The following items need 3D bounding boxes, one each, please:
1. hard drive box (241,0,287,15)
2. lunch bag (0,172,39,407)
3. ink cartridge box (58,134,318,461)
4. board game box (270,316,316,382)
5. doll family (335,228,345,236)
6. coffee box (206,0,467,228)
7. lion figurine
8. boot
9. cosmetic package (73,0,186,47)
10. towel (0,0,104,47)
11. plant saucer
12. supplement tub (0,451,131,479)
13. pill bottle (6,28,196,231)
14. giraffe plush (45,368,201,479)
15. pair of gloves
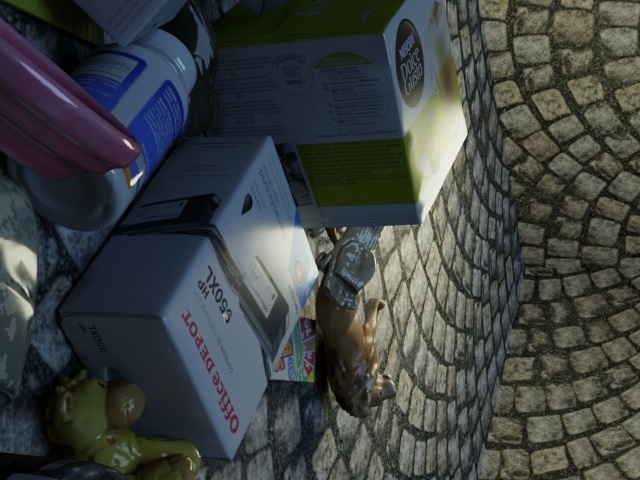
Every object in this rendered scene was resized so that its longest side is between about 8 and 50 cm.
[{"bbox_3d":[-0.074,-0.499,1.507,0.089,0.181,0.232,27,40,-64],"label":"hard drive box"},{"bbox_3d":[-0.380,-0.007,0.831,0.305,0.213,0.256,60,31,-60],"label":"lunch bag"},{"bbox_3d":[-0.167,0.075,1.397,0.395,0.166,0.285,-64,146,-45],"label":"ink cartridge box"},{"bbox_3d":[-0.073,0.197,1.790,0.259,0.039,0.124,20,70,-63],"label":"board game box"},{"bbox_3d":[0.049,-0.140,1.932,0.118,0.163,0.263,152,-60,-80],"label":"doll family"},{"bbox_3d":[0.026,-0.244,1.632,0.337,0.338,0.334,-58,141,-52],"label":"coffee box"},{"bbox_3d":[0.049,0.170,1.942,0.392,0.142,0.240,63,33,-43],"label":"lion figurine"},{"bbox_3d":[-0.204,-0.253,1.423,0.106,0.082,0.219,-52,139,-59],"label":"boot"},{"bbox_3d":[-0.222,-0.358,1.191,0.151,0.151,0.183,44,26,-9],"label":"cosmetic package"},{"bbox_3d":[-0.342,-0.315,1.182,0.237,0.021,0.102,15,70,-65],"label":"towel"},{"bbox_3d":[-0.323,-0.167,0.928,0.084,0.332,0.332,-50,150,-1],"label":"plant saucer"},{"bbox_3d":[-0.295,0.296,0.876,0.207,0.338,0.207,-1,90,-67],"label":"supplement tub"},{"bbox_3d":[-0.257,-0.150,1.207,0.272,0.152,0.152,-65,146,-45],"label":"pill bottle"},{"bbox_3d":[-0.268,0.245,1.214,0.210,0.181,0.170,-16,96,-31],"label":"giraffe plush"},{"bbox_3d":[0.000,0.000,1.811,0.240,0.042,0.204,28,61,-21],"label":"pair of gloves"}]
